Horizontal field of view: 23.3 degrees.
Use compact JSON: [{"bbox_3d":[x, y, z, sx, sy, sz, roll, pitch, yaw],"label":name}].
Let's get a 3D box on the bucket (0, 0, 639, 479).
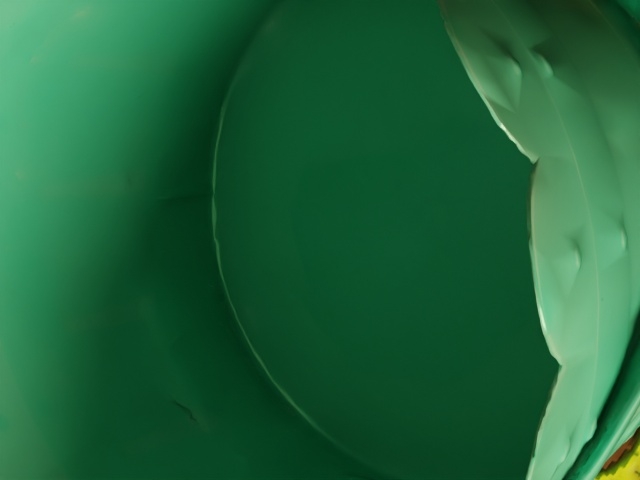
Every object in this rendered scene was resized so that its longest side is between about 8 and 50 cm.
[{"bbox_3d":[0.000,0.000,0.563,0.281,0.183,0.281,6,102,32],"label":"bucket"}]
